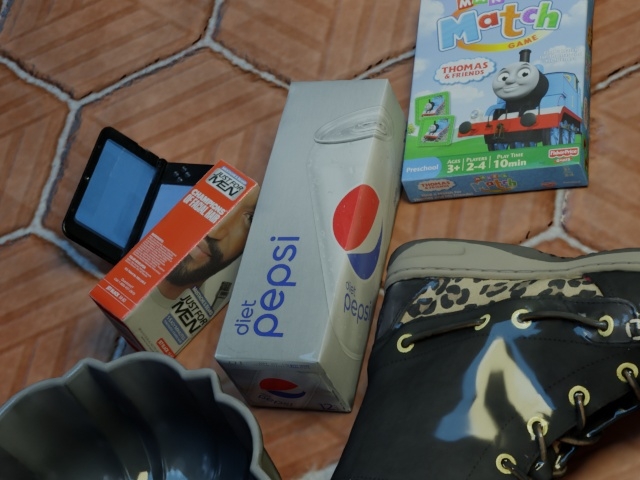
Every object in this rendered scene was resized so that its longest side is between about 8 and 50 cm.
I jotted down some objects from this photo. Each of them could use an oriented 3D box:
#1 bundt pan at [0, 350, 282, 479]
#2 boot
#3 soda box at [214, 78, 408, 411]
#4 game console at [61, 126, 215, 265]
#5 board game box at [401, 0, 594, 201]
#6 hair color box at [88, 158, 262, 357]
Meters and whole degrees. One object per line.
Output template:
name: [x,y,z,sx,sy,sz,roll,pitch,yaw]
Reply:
bundt pan: [-0.159,0.258,1.391,0.331,0.124,0.330,-16,49,19]
boot: [0.174,0.146,1.335,0.377,0.138,0.284,8,60,31]
soda box: [0.000,0.000,1.536,0.098,0.091,0.286,2,58,23]
game console: [-0.159,-0.036,1.639,0.107,0.071,0.122,5,60,25]
board game box: [0.161,-0.137,1.600,0.160,0.039,0.211,-5,55,19]
hair color box: [-0.112,0.022,1.566,0.053,0.093,0.167,34,75,35]
